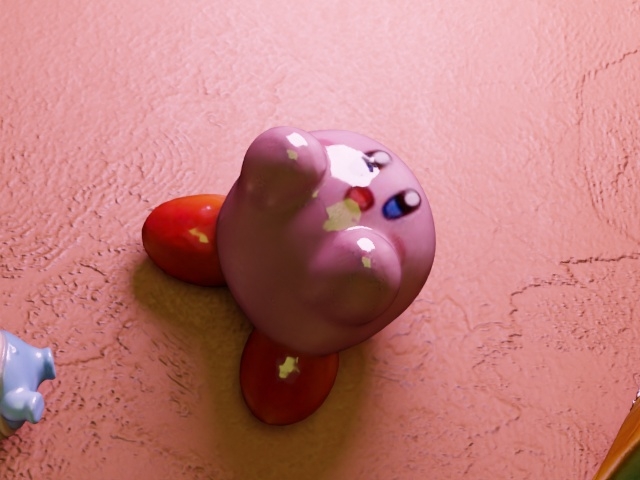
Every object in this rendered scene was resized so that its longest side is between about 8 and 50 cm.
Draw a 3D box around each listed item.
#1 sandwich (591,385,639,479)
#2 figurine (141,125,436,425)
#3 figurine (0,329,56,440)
[{"bbox_3d":[0.363,0.170,1.653,0.063,0.212,0.245,32,68,5],"label":"sandwich"},{"bbox_3d":[-0.001,0.002,1.658,0.211,0.261,0.269,-24,74,-46],"label":"figurine"},{"bbox_3d":[-0.378,0.174,1.547,0.262,0.154,0.180,-9,62,-10],"label":"figurine"}]
